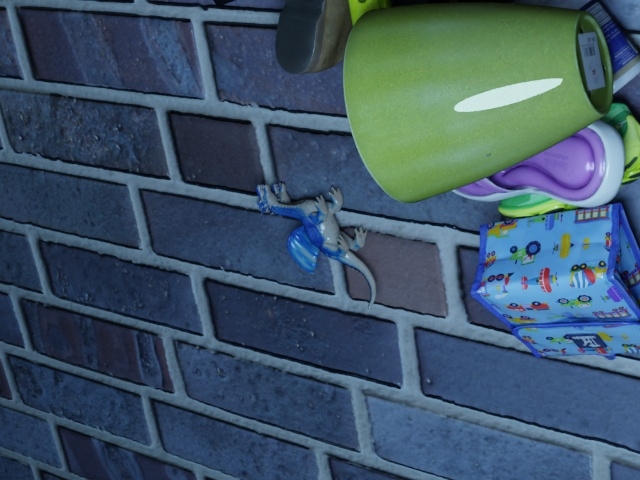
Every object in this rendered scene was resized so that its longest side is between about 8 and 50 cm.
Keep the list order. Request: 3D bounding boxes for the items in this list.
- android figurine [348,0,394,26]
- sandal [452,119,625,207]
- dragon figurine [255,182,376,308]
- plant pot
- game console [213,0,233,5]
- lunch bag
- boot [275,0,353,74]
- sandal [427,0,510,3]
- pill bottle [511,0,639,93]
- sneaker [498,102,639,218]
[{"bbox_3d":[0.090,-0.297,1.816,0.056,0.248,0.273,-10,78,9],"label":"android figurine"},{"bbox_3d":[0.271,-0.138,1.773,0.416,0.102,0.169,8,97,58],"label":"sandal"},{"bbox_3d":[0.000,0.000,2.170,0.144,0.085,0.289,-31,94,45],"label":"dragon figurine"},{"bbox_3d":[0.225,-0.206,1.612,0.293,0.275,0.275,-9,110,33],"label":"plant pot"},{"bbox_3d":[-0.169,-0.455,2.028,0.144,0.085,0.124,-8,110,42],"label":"game console"},{"bbox_3d":[0.394,0.092,1.856,0.220,0.138,0.293,-9,140,31],"label":"lunch bag"},{"bbox_3d":[0.014,-0.413,1.909,0.112,0.115,0.305,27,112,34],"label":"boot"},{"bbox_3d":[0.218,-0.342,1.769,0.120,0.086,0.303,33,154,11],"label":"sandal"},{"bbox_3d":[0.355,-0.282,1.693,0.187,0.112,0.112,51,135,2],"label":"pill bottle"},{"bbox_3d":[0.376,-0.111,1.805,0.295,0.109,0.124,-34,61,51],"label":"sneaker"}]
